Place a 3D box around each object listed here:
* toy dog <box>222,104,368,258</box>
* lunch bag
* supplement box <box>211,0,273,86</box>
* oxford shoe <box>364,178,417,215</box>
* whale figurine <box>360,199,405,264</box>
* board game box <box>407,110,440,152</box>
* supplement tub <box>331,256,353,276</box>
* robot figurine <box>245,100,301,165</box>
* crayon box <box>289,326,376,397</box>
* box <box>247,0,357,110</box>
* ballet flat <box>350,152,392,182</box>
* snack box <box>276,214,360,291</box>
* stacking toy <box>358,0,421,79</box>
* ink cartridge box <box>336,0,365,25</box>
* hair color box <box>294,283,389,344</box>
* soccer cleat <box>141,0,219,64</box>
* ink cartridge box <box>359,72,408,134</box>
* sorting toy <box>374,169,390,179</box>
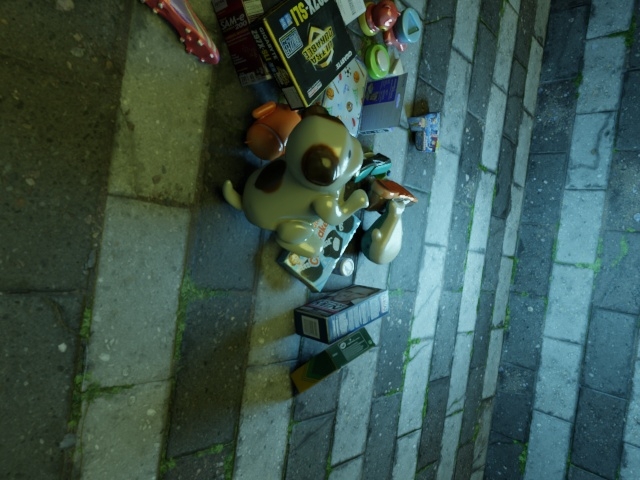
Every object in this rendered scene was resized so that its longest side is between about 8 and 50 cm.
[{"bbox_3d":[-0.045,-0.192,1.198,0.395,0.408,0.284,20,54,-21],"label":"toy dog"},{"bbox_3d":[0.059,-0.508,1.478,0.243,0.115,0.303,15,84,-48],"label":"lunch bag"},{"bbox_3d":[-0.205,-0.576,1.187,0.073,0.130,0.239,-37,120,-36],"label":"supplement box"},{"bbox_3d":[0.295,-0.174,1.785,0.364,0.130,0.132,2,127,-52],"label":"oxford shoe"},{"bbox_3d":[0.252,-0.041,1.697,0.216,0.141,0.272,-4,113,-48],"label":"whale figurine"},{"bbox_3d":[0.477,-0.507,1.932,0.194,0.060,0.194,-7,101,-43],"label":"board game box"},{"bbox_3d":[0.065,0.094,1.573,0.071,0.107,0.071,-7,101,-45],"label":"supplement tub"},{"bbox_3d":[-0.143,-0.336,1.289,0.219,0.128,0.158,-53,173,-26],"label":"robot figurine"},{"bbox_3d":[0.027,0.443,1.510,0.203,0.323,0.083,-18,68,-43],"label":"crayon box"},{"bbox_3d":[-0.038,-0.580,1.223,0.322,0.079,0.257,-54,129,-31],"label":"box"},{"bbox_3d":[0.178,-0.294,1.645,0.096,0.095,0.280,49,37,13],"label":"ballet flat"},{"bbox_3d":[0.000,0.000,1.504,0.187,0.060,0.322,42,66,-26],"label":"snack box"},{"bbox_3d":[0.301,-0.795,1.663,0.309,0.130,0.279,-16,106,-42],"label":"stacking toy"},{"bbox_3d":[0.029,-0.805,1.408,0.237,0.100,0.172,-49,127,-30],"label":"ink cartridge box"},{"bbox_3d":[0.087,0.267,1.574,0.347,0.174,0.105,-15,104,-43],"label":"hair color box"},{"bbox_3d":[-0.348,-0.573,1.084,0.248,0.083,0.095,40,64,-38],"label":"soccer cleat"},{"bbox_3d":[0.243,-0.515,1.590,0.045,0.208,0.206,12,88,-42],"label":"ink cartridge box"},{"bbox_3d":[0.268,-0.290,1.767,0.102,0.061,0.042,-60,166,-12],"label":"sorting toy"}]
